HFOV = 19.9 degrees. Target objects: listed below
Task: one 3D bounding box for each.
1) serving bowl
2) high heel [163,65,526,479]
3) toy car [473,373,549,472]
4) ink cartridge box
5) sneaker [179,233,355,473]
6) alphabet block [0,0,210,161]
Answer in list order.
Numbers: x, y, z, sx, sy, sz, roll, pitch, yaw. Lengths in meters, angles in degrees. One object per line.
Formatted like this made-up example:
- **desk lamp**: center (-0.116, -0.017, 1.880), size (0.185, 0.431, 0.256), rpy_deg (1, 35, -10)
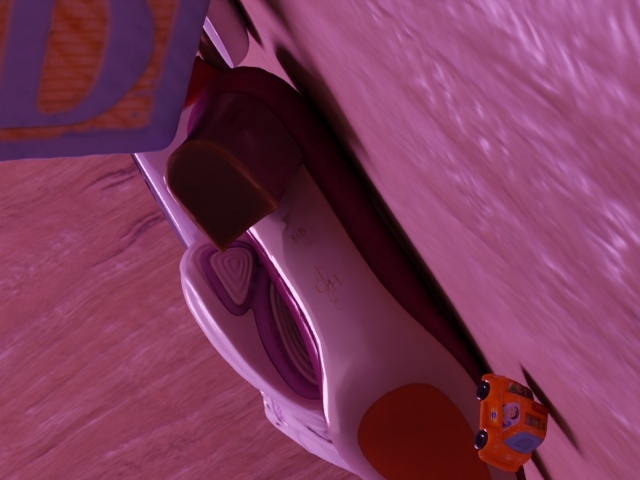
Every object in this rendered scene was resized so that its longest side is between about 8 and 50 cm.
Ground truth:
- **serving bowl**: center (-0.078, -0.175, 1.413), size (0.083, 0.027, 0.083), rpy_deg (58, 175, 7)
- **high heel**: center (0.040, 0.035, 1.322), size (0.377, 0.127, 0.181), rpy_deg (55, -154, -14)
- **toy car**: center (0.141, 0.128, 1.096), size (0.040, 0.060, 0.122), rpy_deg (-22, 125, 43)
- **ink cartridge box**: center (-0.131, -0.098, 1.927), size (0.271, 0.130, 0.309), rpy_deg (60, 175, -14)
- **sneaker**: center (-0.017, 0.107, 1.429), size (0.152, 0.114, 0.305), rpy_deg (-13, 135, 44)
- **alphabet block**: center (-0.200, -0.183, 1.217), size (0.197, 0.193, 0.192), rpy_deg (55, 138, 41)
